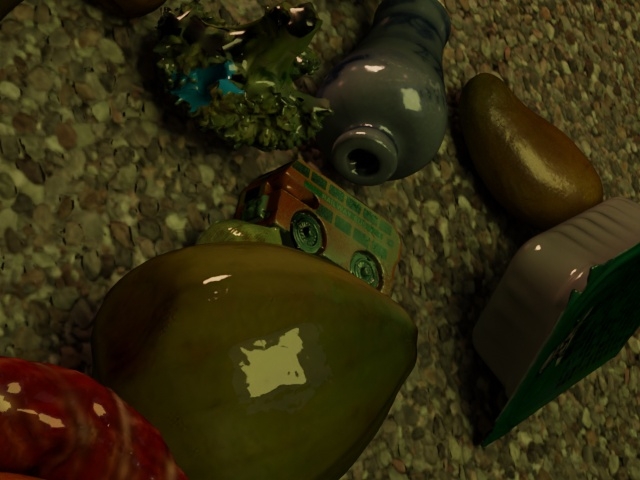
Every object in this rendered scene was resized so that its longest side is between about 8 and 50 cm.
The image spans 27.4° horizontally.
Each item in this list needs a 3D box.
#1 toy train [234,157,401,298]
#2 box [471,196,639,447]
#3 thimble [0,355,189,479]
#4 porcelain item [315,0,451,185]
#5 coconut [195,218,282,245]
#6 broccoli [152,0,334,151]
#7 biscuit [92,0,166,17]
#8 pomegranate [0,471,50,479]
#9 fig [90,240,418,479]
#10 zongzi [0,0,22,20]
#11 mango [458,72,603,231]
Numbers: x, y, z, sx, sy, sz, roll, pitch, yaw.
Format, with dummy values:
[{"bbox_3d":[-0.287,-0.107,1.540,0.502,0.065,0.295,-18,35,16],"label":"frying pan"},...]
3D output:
[{"bbox_3d":[0.000,0.000,1.288,0.188,0.072,0.099,33,49,-33],"label":"toy train"},{"bbox_3d":[0.290,0.059,1.487,0.106,0.264,0.336,41,37,24],"label":"box"},{"bbox_3d":[-0.245,0.236,0.837,0.350,0.230,0.350,15,68,-42],"label":"thimble"},{"bbox_3d":[0.074,-0.159,1.373,0.141,0.141,0.259,48,40,-24],"label":"porcelain item"},{"bbox_3d":[-0.072,0.022,1.190,0.096,0.088,0.088,-49,116,-9],"label":"coconut"},{"bbox_3d":[-0.065,-0.163,1.212,0.154,0.160,0.167,-24,76,-47],"label":"broccoli"},{"bbox_3d":[-0.230,-0.390,1.183,0.381,0.074,0.359,9,70,-42],"label":"biscuit"},{"bbox_3d":[-0.166,0.212,0.611,0.256,0.221,0.221,25,59,-27],"label":"pomegranate"},{"bbox_3d":[-0.050,0.111,1.047,0.271,0.239,0.239,-12,84,-9],"label":"fig"},{"bbox_3d":[-0.273,-0.163,1.012,0.289,0.123,0.260,14,73,-41],"label":"zongzi"},{"bbox_3d":[0.243,-0.098,1.553,0.227,0.099,0.136,48,47,-14],"label":"mango"}]
